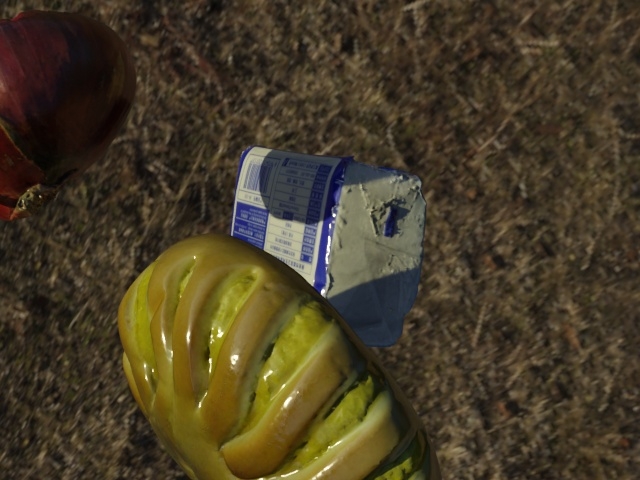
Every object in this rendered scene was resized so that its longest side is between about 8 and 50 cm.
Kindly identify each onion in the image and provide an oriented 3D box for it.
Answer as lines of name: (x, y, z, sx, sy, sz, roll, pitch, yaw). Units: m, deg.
onion: (-0.279, -0.108, 0.999, 0.248, 0.248, 0.161, -31, 105, -30)

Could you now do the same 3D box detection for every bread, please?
bread: (-0.047, 0.145, 0.940, 0.160, 0.333, 0.333, -39, 88, -21)

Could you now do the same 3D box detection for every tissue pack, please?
tissue pack: (0.000, 0.000, 1.306, 0.137, 0.269, 0.209, 4, 94, -28)
